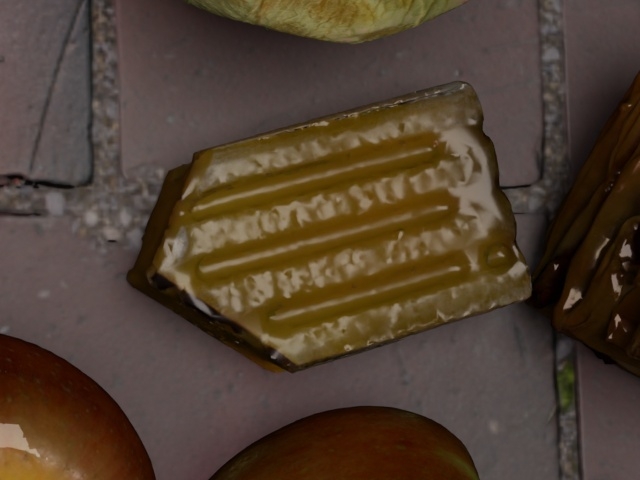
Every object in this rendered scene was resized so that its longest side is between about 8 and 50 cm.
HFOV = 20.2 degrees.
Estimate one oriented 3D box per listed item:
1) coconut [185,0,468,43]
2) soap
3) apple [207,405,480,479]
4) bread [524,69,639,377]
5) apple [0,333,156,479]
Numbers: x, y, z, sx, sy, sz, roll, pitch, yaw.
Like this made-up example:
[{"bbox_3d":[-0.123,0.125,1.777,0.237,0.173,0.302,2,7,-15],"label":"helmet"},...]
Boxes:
[{"bbox_3d":[0.015,-0.264,1.122,0.328,0.328,0.281,6,85,-16],"label":"coconut"},{"bbox_3d":[0.000,0.000,1.219,0.258,0.080,0.160,-15,88,-17],"label":"soap"},{"bbox_3d":[0.012,0.229,1.150,0.226,0.246,0.246,-18,90,1],"label":"apple"},{"bbox_3d":[0.333,0.021,1.225,0.325,0.167,0.277,26,107,-5],"label":"bread"},{"bbox_3d":[-0.210,0.163,1.096,0.210,0.173,0.235,-30,104,-16],"label":"apple"}]
